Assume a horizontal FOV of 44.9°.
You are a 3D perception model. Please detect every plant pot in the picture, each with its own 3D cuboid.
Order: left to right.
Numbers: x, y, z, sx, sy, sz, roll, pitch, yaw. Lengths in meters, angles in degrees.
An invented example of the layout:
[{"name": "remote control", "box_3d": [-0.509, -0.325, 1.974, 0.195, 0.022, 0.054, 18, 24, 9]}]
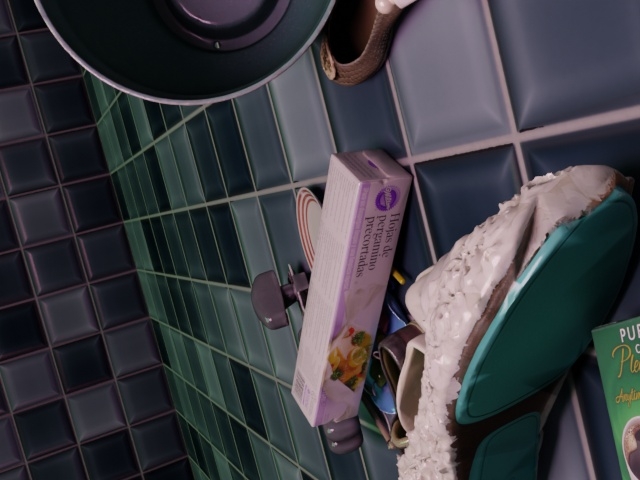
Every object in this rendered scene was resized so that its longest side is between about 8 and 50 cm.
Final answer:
[{"name": "plant pot", "box_3d": [-0.117, -0.281, 0.772, 0.196, 0.293, 0.293, -73, -30, -81]}]

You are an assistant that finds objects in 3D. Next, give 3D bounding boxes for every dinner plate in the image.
[{"name": "dinner plate", "box_3d": [0.000, 0.000, 0.980, 0.141, 0.017, 0.141, 166, 90, -74]}]

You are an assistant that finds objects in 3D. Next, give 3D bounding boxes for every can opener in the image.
[{"name": "can opener", "box_3d": [-0.025, 0.152, 1.031, 0.076, 0.095, 0.283, 78, 175, -50]}]

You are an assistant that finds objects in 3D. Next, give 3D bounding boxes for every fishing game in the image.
[{"name": "fishing game", "box_3d": [0.057, 0.121, 0.909, 0.189, 0.041, 0.264, -126, 28, -46]}]

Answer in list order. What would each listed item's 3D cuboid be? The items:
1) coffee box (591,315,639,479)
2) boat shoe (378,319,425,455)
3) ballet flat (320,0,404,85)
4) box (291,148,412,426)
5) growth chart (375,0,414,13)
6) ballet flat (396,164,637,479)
[{"name": "coffee box", "box_3d": [0.218, 0.130, 0.446, 0.113, 0.040, 0.184, 119, 145, -71]}, {"name": "boat shoe", "box_3d": [0.105, 0.192, 0.792, 0.080, 0.073, 0.224, 11, 115, 67]}, {"name": "ballet flat", "box_3d": [0.041, -0.207, 0.683, 0.084, 0.058, 0.250, 70, 158, 5]}, {"name": "box", "box_3d": [0.027, 0.061, 0.836, 0.067, 0.063, 0.324, 48, 138, 47]}, {"name": "growth chart", "box_3d": [0.068, -0.285, 0.542, 0.172, 0.021, 0.237, -31, 70, 45]}, {"name": "ballet flat", "box_3d": [0.113, 0.099, 0.597, 0.147, 0.147, 0.409, 53, 150, 43]}]
